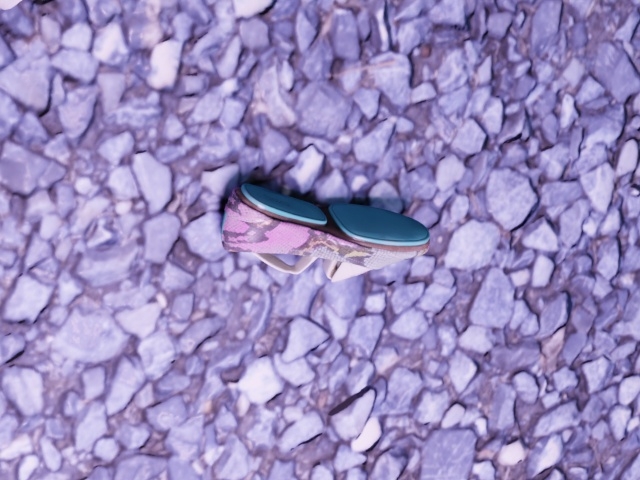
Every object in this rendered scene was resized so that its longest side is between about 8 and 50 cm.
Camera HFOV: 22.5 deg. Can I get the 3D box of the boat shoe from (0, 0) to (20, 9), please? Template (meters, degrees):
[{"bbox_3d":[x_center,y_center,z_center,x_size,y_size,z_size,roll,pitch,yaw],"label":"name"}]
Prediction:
[{"bbox_3d":[-0.158,-0.331,1.317,0.367,0.136,0.156,-49,124,-6],"label":"boat shoe"}]

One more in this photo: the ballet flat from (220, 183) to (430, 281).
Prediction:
[{"bbox_3d":[0.000,0.000,1.573,0.221,0.077,0.079,10,119,-29],"label":"ballet flat"}]
